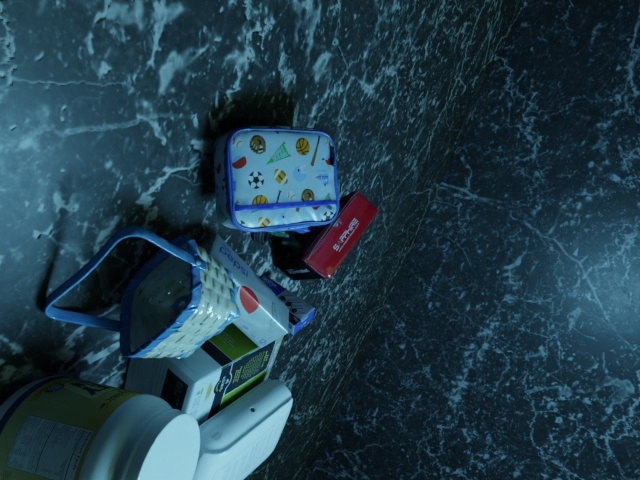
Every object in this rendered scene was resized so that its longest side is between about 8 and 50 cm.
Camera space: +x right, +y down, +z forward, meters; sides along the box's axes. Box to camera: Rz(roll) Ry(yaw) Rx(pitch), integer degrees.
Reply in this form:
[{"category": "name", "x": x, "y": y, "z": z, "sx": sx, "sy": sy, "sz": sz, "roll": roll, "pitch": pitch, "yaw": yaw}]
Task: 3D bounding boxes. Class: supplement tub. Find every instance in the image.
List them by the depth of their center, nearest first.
[{"category": "supplement tub", "x": -0.409, "y": 0.386, "z": 0.782, "sx": 0.228, "sy": 0.316, "sz": 0.228, "roll": 6, "pitch": 90, "yaw": -75}]

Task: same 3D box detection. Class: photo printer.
[{"category": "photo printer", "x": -0.220, "y": 0.515, "z": 1.062, "sx": 0.307, "sy": 0.107, "sz": 0.256, "roll": -20, "pitch": 136, "yaw": -53}]

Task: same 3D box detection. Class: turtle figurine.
[{"category": "turtle figurine", "x": -0.061, "y": -0.108, "z": 1.140, "sx": 0.175, "sy": 0.118, "sz": 0.234, "roll": 31, "pitch": 70, "yaw": -40}]

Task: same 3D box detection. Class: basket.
[{"category": "basket", "x": -0.324, "y": 0.106, "z": 0.822, "sx": 0.254, "sy": 0.201, "sz": 0.289, "roll": -35, "pitch": 143, "yaw": 17}]

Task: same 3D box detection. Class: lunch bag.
[{"category": "lunch bag", "x": -0.087, "y": -0.132, "z": 0.974, "sx": 0.303, "sy": 0.115, "sz": 0.243, "roll": -6, "pitch": 96, "yaw": -35}]

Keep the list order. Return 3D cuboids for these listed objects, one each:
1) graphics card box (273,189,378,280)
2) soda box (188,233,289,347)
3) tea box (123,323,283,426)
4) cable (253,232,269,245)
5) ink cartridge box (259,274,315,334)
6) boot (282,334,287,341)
[{"category": "graphics card box", "x": 0.000, "y": 0.000, "z": 1.238, "sx": 0.233, "sy": 0.094, "sz": 0.371, "roll": -54, "pitch": -168, "yaw": -17}, {"category": "soda box", "x": -0.194, "y": 0.126, "z": 1.025, "sx": 0.091, "sy": 0.098, "sz": 0.286, "roll": -32, "pitch": 116, "yaw": 15}, {"category": "tea box", "x": -0.310, "y": 0.367, "z": 1.120, "sx": 0.323, "sy": 0.220, "sz": 0.329, "roll": -13, "pitch": 129, "yaw": -57}, {"category": "cable", "x": -0.165, "y": -0.103, "z": 1.124, "sx": 0.287, "sy": 0.072, "sz": 0.139, "roll": 99, "pitch": 10, "yaw": -61}, {"category": "ink cartridge box", "x": -0.128, "y": 0.190, "z": 1.289, "sx": 0.097, "sy": 0.207, "sz": 0.046, "roll": -35, "pitch": 145, "yaw": -43}, {"category": "boot", "x": -0.194, "y": 0.284, "z": 1.398, "sx": 0.246, "sy": 0.094, "sz": 0.207, "roll": -33, "pitch": 148, "yaw": -35}]
